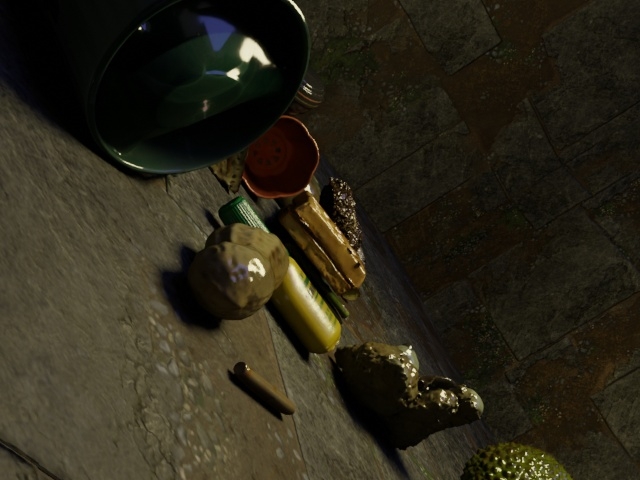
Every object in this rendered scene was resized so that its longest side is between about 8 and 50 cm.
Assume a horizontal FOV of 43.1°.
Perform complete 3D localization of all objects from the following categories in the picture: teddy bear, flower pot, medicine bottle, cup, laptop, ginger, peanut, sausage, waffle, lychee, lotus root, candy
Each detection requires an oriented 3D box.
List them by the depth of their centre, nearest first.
[{"bbox_3d":[-0.072,0.197,1.061,0.132,0.024,0.024,50,11,-43],"label":"sausage"},{"bbox_3d":[-0.114,0.036,1.124,0.125,0.111,0.274,52,8,-3],"label":"peanut"},{"bbox_3d":[-0.250,-0.290,1.157,0.310,0.401,0.392,-4,49,-42],"label":"cup"},{"bbox_3d":[-0.072,0.061,1.402,0.309,0.076,0.111,54,7,-11],"label":"medicine bottle"},{"bbox_3d":[0.144,0.283,1.557,0.267,0.156,0.256,4,-41,48],"label":"teddy bear"},{"bbox_3d":[-0.193,-0.193,1.609,0.159,0.095,0.135,59,3,-33],"label":"lotus root"},{"bbox_3d":[-0.010,0.126,1.738,0.135,0.016,0.197,59,10,13],"label":"laptop"},{"bbox_3d":[0.435,0.578,1.788,0.320,0.270,0.270,16,37,-47],"label":"lychee"},{"bbox_3d":[0.000,0.000,1.826,0.224,0.098,0.327,50,4,-8],"label":"waffle"},{"bbox_3d":[-0.110,-0.193,1.840,0.190,0.191,0.173,55,-3,-13],"label":"flower pot"},{"bbox_3d":[0.073,0.128,2.112,0.057,0.044,0.137,12,5,-5],"label":"ginger"},{"bbox_3d":[-0.063,-0.140,2.118,0.104,0.102,0.234,53,7,-23],"label":"candy"}]

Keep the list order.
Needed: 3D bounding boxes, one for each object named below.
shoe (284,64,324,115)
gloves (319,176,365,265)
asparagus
[{"bbox_3d":[-0.162,-0.383,1.992,0.171,0.237,0.384,17,24,-49],"label":"shoe"},{"bbox_3d":[0.042,-0.030,2.165,0.210,0.135,0.312,-82,166,-44],"label":"gloves"},{"bbox_3d":[-0.006,0.085,1.759,0.248,0.025,0.024,52,54,-31],"label":"asparagus"}]
